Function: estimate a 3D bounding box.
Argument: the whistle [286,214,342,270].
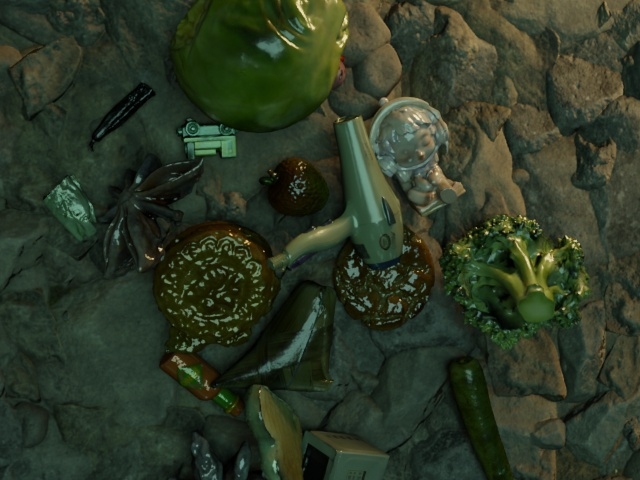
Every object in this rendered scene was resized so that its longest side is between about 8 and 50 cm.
[{"bbox_3d":[0.000,0.000,1.858,0.176,0.033,0.033,-36,103,-8],"label":"whistle"}]

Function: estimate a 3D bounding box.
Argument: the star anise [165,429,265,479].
[{"bbox_3d":[-0.197,0.540,1.820,0.315,0.139,0.359,-19,109,-12],"label":"star anise"}]

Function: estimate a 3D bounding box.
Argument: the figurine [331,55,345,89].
[{"bbox_3d":[0.017,-0.326,1.807,0.083,0.067,0.071,2,85,-50],"label":"figurine"}]

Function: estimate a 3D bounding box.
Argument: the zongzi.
[{"bbox_3d":[-0.090,0.184,1.811,0.242,0.112,0.221,4,97,-20],"label":"zongzi"}]

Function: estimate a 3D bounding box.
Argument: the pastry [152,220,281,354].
[{"bbox_3d":[-0.196,0.081,1.782,0.240,0.132,0.235,-8,107,-6],"label":"pastry"}]

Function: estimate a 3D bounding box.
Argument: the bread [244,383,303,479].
[{"bbox_3d":[-0.090,0.371,1.810,0.064,0.172,0.232,-15,103,19],"label":"bread"}]

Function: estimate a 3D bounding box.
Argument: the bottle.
[{"bbox_3d":[-0.224,0.276,1.818,0.187,0.069,0.069,41,86,-15],"label":"bottle"}]

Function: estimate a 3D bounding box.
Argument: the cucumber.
[{"bbox_3d":[-0.375,-0.231,1.742,0.163,0.043,0.039,-43,146,-3],"label":"cucumber"}]

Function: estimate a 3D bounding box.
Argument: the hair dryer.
[{"bbox_3d":[0.033,-0.090,1.748,0.298,0.119,0.296,-1,93,-36],"label":"hair dryer"}]

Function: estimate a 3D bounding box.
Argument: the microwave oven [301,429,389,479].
[{"bbox_3d":[0.024,0.499,1.861,0.162,0.122,0.208,15,93,-37],"label":"microwave oven"}]

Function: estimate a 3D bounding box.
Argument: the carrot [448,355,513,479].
[{"bbox_3d":[0.347,0.410,1.971,0.074,0.074,0.359,-21,104,-10],"label":"carrot"}]

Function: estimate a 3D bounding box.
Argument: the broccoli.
[{"bbox_3d":[0.393,0.087,1.866,0.288,0.260,0.235,-17,140,6],"label":"broccoli"}]

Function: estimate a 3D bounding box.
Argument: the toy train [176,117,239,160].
[{"bbox_3d":[-0.213,-0.194,1.779,0.122,0.050,0.081,-6,105,-14],"label":"toy train"}]

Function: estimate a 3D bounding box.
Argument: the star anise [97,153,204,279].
[{"bbox_3d":[-0.321,-0.042,1.716,0.110,0.198,0.258,30,75,-49],"label":"star anise"}]

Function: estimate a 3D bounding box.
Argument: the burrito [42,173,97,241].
[{"bbox_3d":[-0.458,-0.058,1.738,0.074,0.044,0.118,-38,99,-11],"label":"burrito"}]

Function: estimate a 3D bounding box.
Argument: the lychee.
[{"bbox_3d":[-0.049,-0.101,1.795,0.146,0.114,0.114,24,91,-29],"label":"lychee"}]

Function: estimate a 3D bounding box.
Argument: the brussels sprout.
[{"bbox_3d":[-0.106,-0.357,1.663,0.344,0.268,0.344,0,84,4],"label":"brussels sprout"}]

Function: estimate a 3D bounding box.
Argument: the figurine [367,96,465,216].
[{"bbox_3d":[0.181,-0.173,1.825,0.162,0.141,0.237,-25,102,-4],"label":"figurine"}]

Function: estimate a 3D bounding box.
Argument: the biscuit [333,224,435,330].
[{"bbox_3d":[0.131,0.073,1.893,0.226,0.042,0.226,-2,98,-13],"label":"biscuit"}]
